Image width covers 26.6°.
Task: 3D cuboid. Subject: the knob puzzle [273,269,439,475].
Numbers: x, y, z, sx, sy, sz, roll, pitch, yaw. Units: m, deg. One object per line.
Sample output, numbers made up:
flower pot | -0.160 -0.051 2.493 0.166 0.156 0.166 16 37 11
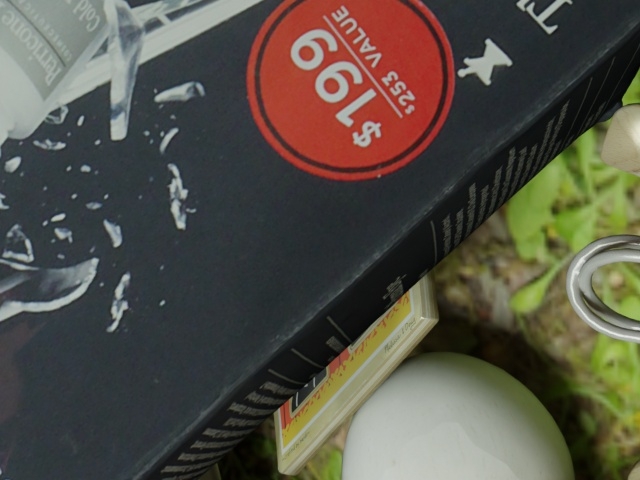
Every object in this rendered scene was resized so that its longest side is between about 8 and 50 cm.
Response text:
knob puzzle | 0.000 0.000 0.720 0.213 0.030 0.213 -170 90 -68

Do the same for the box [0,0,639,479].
box | -0.098 -0.092 0.535 0.312 0.179 0.343 -43 81 -1

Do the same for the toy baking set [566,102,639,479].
toy baking set | 0.207 0.059 0.560 0.196 0.030 0.256 -6 113 30

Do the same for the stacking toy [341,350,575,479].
stacking toy | 0.125 0.258 0.593 0.350 0.350 0.480 -39 55 35

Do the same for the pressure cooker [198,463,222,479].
pressure cooker | -0.224 0.176 0.765 0.375 0.370 0.421 -15 90 35
